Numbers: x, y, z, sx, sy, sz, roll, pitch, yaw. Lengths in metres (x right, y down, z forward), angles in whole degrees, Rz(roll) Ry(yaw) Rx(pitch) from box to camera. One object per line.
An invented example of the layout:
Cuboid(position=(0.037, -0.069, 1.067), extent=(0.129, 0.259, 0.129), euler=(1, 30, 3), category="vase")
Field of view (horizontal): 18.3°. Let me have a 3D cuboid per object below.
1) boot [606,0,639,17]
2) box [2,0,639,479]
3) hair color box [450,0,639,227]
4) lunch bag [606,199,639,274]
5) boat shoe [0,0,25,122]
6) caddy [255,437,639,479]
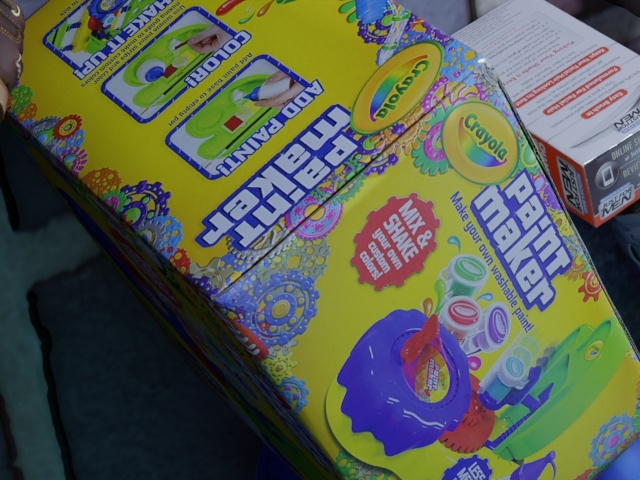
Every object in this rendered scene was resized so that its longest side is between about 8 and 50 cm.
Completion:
Cuboid(position=(0.274, -0.228, 1.232), extent=(0.083, 0.161, 0.246), euler=(6, 111, -39), category="boot")
Cuboid(position=(0.000, 0.000, 1.084), extent=(0.177, 0.279, 0.290), euler=(-42, 132, -10), category="box")
Cuboid(position=(0.146, -0.084, 1.219), extent=(0.093, 0.167, 0.053), euler=(-32, 131, -17), category="hair color box")
Cuboid(position=(0.350, -0.037, 1.403), extent=(0.287, 0.169, 0.235), euler=(-42, 131, 0), category="lunch bag")
Cuboid(position=(-0.232, -0.133, 0.982), extent=(0.207, 0.073, 0.073), euler=(36, 54, -40), category="boat shoe")
Cuboid(position=(0.115, 0.175, 1.250), extent=(0.241, 0.341, 0.179), euler=(-43, 116, -9), category="caddy")
